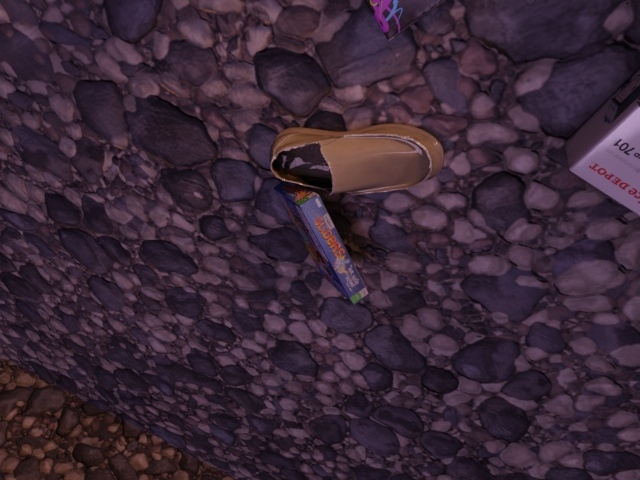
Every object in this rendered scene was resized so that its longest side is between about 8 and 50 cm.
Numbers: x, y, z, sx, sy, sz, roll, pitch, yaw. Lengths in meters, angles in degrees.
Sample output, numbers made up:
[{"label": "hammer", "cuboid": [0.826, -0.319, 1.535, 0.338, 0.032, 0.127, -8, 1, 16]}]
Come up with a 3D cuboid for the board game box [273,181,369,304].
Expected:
[{"label": "board game box", "cuboid": [0.000, 0.000, 0.765, 0.201, 0.035, 0.136, 62, 169, -28]}]

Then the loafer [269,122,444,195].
[{"label": "loafer", "cuboid": [0.042, -0.111, 0.675, 0.268, 0.092, 0.102, 4, 128, 21]}]

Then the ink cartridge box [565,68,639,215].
[{"label": "ink cartridge box", "cuboid": [0.403, -0.127, 0.512, 0.139, 0.082, 0.191, 31, 131, -2]}]

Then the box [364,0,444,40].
[{"label": "box", "cuboid": [0.084, -0.333, 0.521, 0.116, 0.029, 0.162, -23, 114, 37]}]
